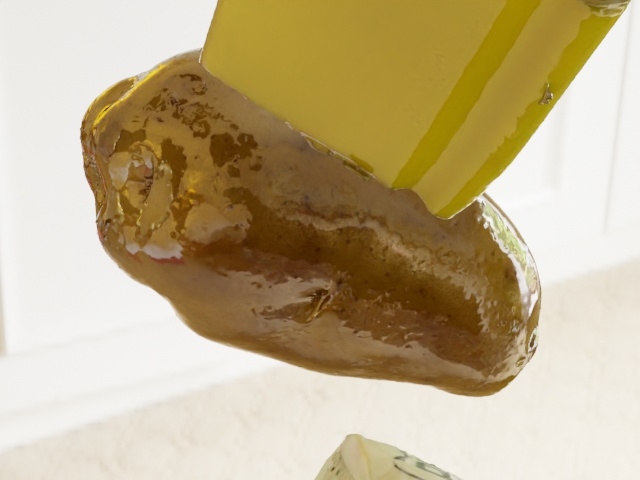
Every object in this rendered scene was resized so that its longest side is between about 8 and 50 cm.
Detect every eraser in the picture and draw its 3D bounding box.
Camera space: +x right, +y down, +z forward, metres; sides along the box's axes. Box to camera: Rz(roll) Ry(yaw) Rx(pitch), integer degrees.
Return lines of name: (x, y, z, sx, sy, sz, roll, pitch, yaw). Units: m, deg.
eraser: (0.040, -0.107, 0.809, 0.158, 0.226, 0.069, 33, 64, 2)

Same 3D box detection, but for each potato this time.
potato: (0.000, 0.000, 1.297, 0.369, 0.195, 0.176, 26, -4, -17)

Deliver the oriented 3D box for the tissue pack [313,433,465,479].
tissue pack: (0.163, 0.318, 1.008, 0.405, 0.205, 0.332, 28, 12, -19)
